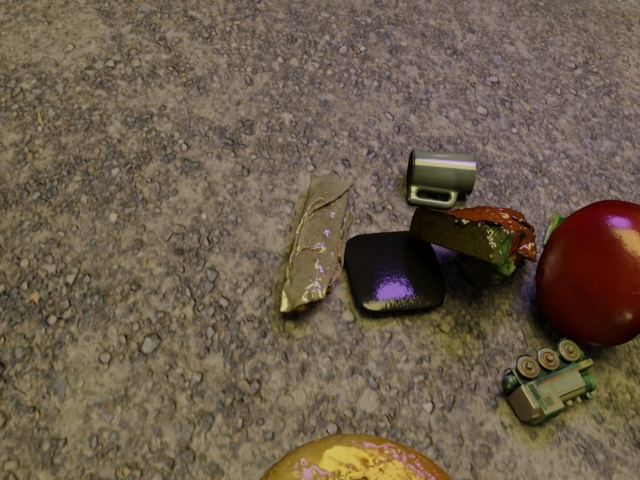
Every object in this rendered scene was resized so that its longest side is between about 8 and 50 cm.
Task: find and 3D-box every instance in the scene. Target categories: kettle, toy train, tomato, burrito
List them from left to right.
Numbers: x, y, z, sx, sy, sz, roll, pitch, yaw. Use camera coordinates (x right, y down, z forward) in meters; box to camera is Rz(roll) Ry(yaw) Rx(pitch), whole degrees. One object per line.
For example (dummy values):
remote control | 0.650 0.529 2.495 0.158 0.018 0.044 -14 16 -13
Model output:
burrito | 0.000 0.000 1.675 0.117 0.076 0.392 5 45 9
kettle | 0.274 -0.145 1.863 0.148 0.127 0.098 5 16 -3
toy train | 0.437 0.266 1.531 0.194 0.081 0.125 -14 63 -25
tomato | 0.550 0.057 1.607 0.226 0.298 0.298 18 48 7

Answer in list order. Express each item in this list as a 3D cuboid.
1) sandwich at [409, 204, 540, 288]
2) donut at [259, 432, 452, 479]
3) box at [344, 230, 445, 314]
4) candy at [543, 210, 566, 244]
sandwich | 0.341 0.017 1.681 0.301 0.162 0.250 -2 16 -44
donut | 0.038 0.465 1.216 0.435 0.163 0.377 -17 53 -23
box | 0.151 0.064 1.676 0.201 0.042 0.212 -4 49 -14
candy | 0.596 0.004 1.819 0.178 0.032 0.102 22 49 9
